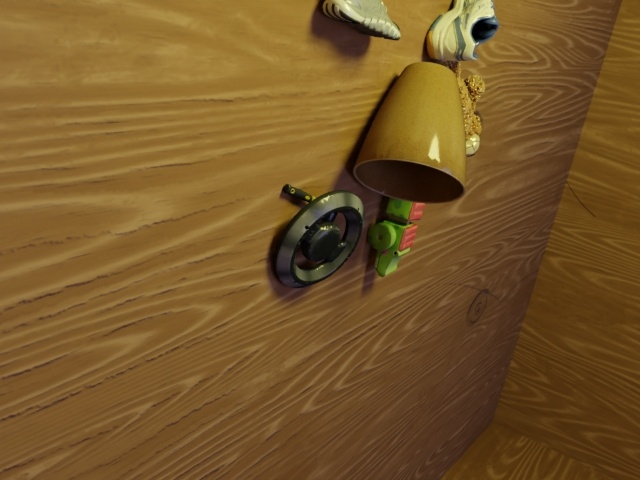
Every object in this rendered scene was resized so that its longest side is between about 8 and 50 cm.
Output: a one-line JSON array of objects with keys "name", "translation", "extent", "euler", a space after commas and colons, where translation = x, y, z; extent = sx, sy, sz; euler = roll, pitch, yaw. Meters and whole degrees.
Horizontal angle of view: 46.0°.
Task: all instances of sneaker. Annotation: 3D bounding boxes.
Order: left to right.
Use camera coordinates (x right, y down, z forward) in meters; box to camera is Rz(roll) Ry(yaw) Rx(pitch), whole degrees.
[{"name": "sneaker", "translation": [0.096, -0.446, 1.363], "extent": [0.228, 0.086, 0.132], "euler": [-2, 108, -60]}, {"name": "sneaker", "translation": [0.364, -0.518, 1.743], "extent": [0.296, 0.131, 0.112], "euler": [-59, 149, -20]}]

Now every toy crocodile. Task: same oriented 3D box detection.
[{"name": "toy crocodile", "translation": [0.198, -0.071, 1.787], "extent": [0.115, 0.105, 0.341], "euler": [-15, 123, -57]}]

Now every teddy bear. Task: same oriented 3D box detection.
[{"name": "teddy bear", "translation": [0.322, -0.298, 1.845], "extent": [0.245, 0.113, 0.338], "euler": [-51, 148, -25]}]

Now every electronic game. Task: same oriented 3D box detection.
[{"name": "electronic game", "translation": [0.000, 0.000, 1.504], "extent": [0.229, 0.048, 0.229], "euler": [-30, 142, -27]}]

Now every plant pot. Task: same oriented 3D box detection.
[{"name": "plant pot", "translation": [0.211, -0.238, 1.595], "extent": [0.237, 0.237, 0.254], "euler": [40, 60, -61]}]

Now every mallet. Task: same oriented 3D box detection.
[{"name": "mallet", "translation": [-0.021, -0.071, 1.478], "extent": [0.189, 0.039, 0.062], "euler": [7, 106, -57]}]
